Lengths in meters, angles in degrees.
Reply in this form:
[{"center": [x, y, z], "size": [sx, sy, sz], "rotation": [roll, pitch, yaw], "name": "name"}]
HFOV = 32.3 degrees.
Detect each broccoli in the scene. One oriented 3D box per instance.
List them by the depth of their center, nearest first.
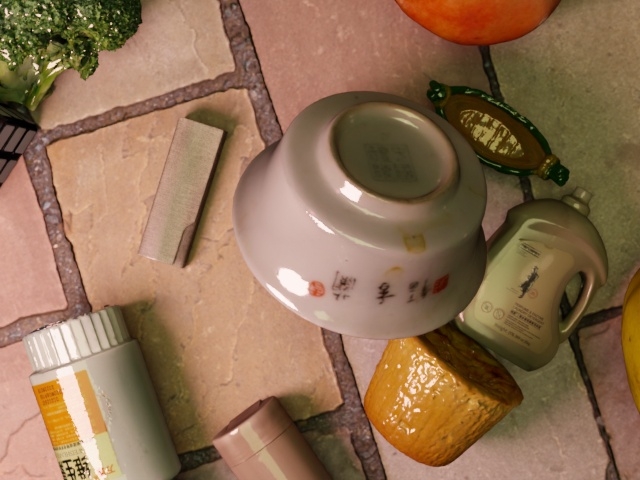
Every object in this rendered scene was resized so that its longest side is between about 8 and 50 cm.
[{"center": [-0.395, -0.310, 1.478], "size": [0.308, 0.308, 0.275], "rotation": [21, 117, 2], "name": "broccoli"}]

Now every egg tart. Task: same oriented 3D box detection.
[{"center": [0.153, 0.203, 1.497], "size": [0.202, 0.202, 0.147], "rotation": [35, 107, 1], "name": "egg tart"}]

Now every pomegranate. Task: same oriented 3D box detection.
[{"center": [0.207, -0.379, 1.428], "size": [0.252, 0.270, 0.229], "rotation": [23, 84, -5], "name": "pomegranate"}]

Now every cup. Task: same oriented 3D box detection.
[{"center": [0.072, -0.063, 1.402], "size": [0.347, 0.163, 0.347], "rotation": [8, 51, -10], "name": "cup"}]

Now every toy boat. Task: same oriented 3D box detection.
[{"center": [0.241, -0.147, 1.521], "size": [0.229, 0.088, 0.089], "rotation": [34, 92, 2], "name": "toy boat"}]

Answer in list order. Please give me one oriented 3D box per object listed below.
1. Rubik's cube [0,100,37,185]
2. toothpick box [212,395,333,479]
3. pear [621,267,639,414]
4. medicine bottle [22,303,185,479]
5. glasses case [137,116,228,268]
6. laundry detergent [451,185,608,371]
[{"center": [-0.514, -0.138, 1.519], "size": [0.162, 0.163, 0.160], "rotation": [34, 93, 0], "name": "Rubik's cube"}, {"center": [-0.058, 0.317, 1.534], "size": [0.111, 0.111, 0.181], "rotation": [-35, 91, 3], "name": "toothpick box"}, {"center": [0.527, 0.156, 1.433], "size": [0.287, 0.287, 0.375], "rotation": [-1, 118, 3], "name": "pear"}, {"center": [-0.293, 0.256, 1.520], "size": [0.158, 0.158, 0.318], "rotation": [-18, 90, 3], "name": "medicine bottle"}, {"center": [-0.196, -0.068, 1.564], "size": [0.071, 0.047, 0.205], "rotation": [18, 92, 1], "name": "glasses case"}, {"center": [0.299, 0.041, 1.521], "size": [0.181, 0.091, 0.253], "rotation": [32, 92, -5], "name": "laundry detergent"}]
